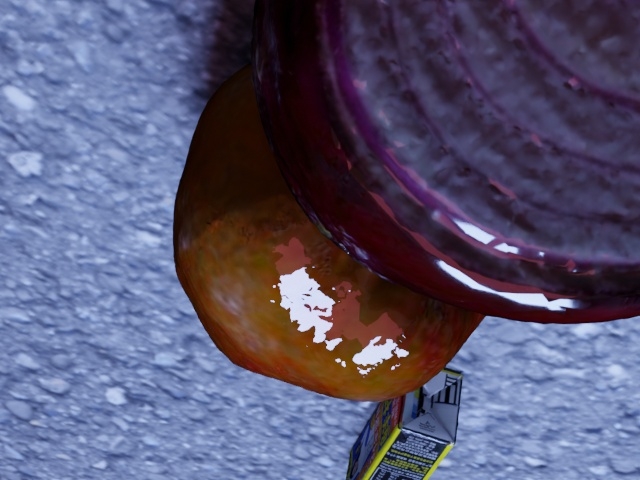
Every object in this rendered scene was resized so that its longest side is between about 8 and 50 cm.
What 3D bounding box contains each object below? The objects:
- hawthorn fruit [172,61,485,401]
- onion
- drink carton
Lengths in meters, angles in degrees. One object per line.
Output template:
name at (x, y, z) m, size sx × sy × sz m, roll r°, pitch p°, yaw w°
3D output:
hawthorn fruit at (0.000, 0.000, 0.948) m, size 0.224 × 0.224 × 0.261 m, roll 26°, pitch 151°, yaw -18°
onion at (0.132, -0.109, 0.734) m, size 0.282 × 0.336 × 0.260 m, roll 46°, pitch 178°, yaw -2°
drink carton at (0.067, 0.175, 1.245) m, size 0.056 × 0.071 × 0.166 m, roll 19°, pitch 141°, yaw -5°
